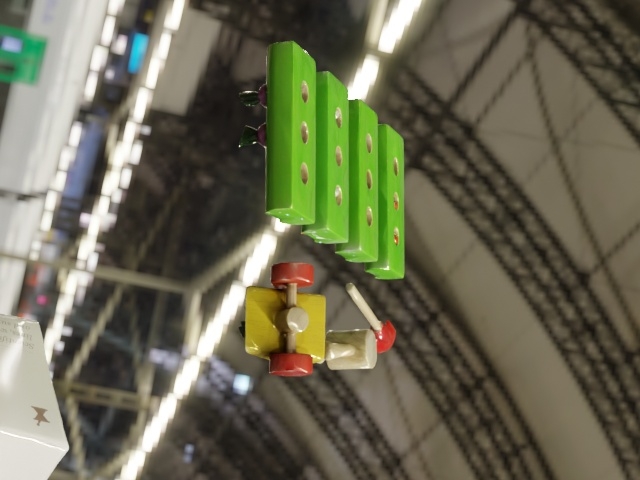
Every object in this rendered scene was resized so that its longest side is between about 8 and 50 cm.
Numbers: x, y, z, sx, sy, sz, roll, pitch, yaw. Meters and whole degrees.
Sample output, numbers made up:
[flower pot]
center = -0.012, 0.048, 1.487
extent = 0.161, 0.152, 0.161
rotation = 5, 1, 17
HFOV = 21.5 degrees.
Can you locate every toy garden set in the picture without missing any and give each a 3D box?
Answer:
[toy garden set]
center = 0.000, 0.000, 1.134
extent = 0.244, 0.049, 0.203
rotation = 32, 57, -68

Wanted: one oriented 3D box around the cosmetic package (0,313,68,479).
[cosmetic package]
center = -0.395, 0.227, 1.408
extent = 0.385, 0.217, 0.156
rotation = -55, -143, 26
